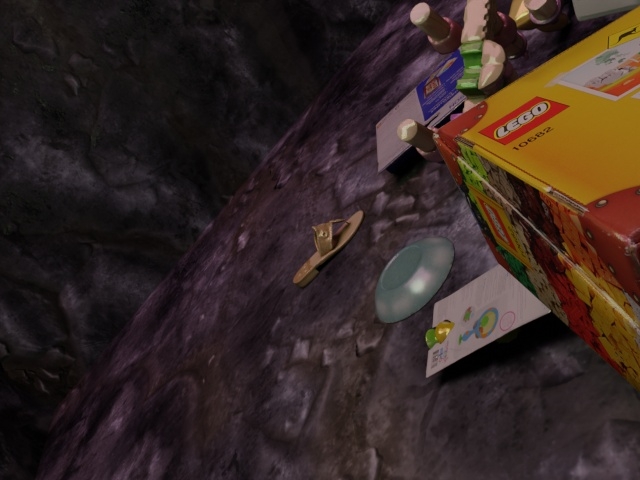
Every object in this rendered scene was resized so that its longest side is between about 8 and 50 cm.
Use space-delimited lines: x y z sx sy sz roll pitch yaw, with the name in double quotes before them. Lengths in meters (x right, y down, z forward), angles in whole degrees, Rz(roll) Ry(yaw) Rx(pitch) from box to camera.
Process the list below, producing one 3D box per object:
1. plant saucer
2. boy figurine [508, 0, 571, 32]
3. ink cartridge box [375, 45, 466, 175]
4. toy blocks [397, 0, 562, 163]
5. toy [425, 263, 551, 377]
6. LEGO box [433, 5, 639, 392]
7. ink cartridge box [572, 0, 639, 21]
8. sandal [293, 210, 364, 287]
"plant saucer" 0.158 0.060 1.219 0.195 0.037 0.195 -43 22 21
"boy figurine" 0.453 -0.508 1.363 0.092 0.177 0.285 -19 17 46
"ink cartridge box" 0.260 -0.300 1.608 0.303 0.072 0.307 -40 24 24
"toy blocks" 0.339 -0.276 1.225 0.309 0.260 0.289 3 83 38
"toy" 0.243 0.102 0.928 0.237 0.056 0.137 -38 26 44
"LEGO box" 0.401 -0.112 0.572 0.500 0.193 0.372 -31 21 3
"ink cartridge box" 0.555 -0.462 0.964 0.309 0.130 0.272 -37 23 -25
"sandal" 0.001 0.002 1.601 0.240 0.079 0.088 -49 20 4
